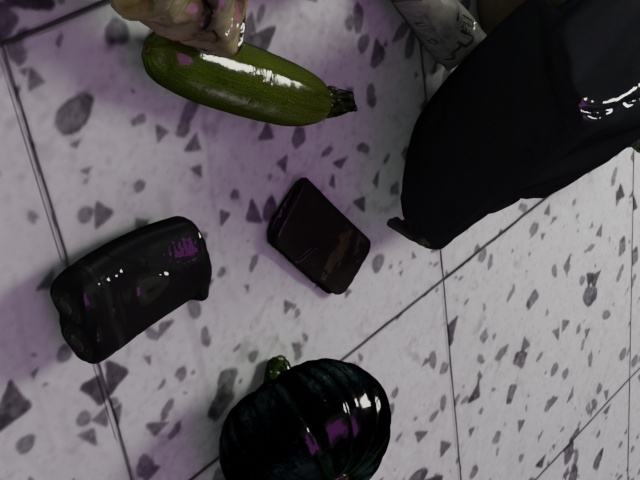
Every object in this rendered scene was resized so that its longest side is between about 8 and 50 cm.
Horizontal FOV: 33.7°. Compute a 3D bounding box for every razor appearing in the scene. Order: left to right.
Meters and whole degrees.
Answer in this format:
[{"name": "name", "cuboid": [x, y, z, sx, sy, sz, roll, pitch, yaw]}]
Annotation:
[{"name": "razor", "cuboid": [-0.164, 0.038, 0.928, 0.148, 0.054, 0.090, -33, 128, -38]}]

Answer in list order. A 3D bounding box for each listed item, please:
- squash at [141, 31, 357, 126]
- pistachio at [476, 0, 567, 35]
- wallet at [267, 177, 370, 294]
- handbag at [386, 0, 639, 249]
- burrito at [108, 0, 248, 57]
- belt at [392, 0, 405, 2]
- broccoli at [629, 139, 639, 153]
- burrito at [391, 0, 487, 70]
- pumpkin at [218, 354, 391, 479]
[{"name": "squash", "cuboid": [-0.066, -0.144, 0.960, 0.252, 0.066, 0.066, 11, 96, -50]}, {"name": "pistachio", "cuboid": [0.257, -0.305, 1.218, 0.138, 0.153, 0.238, -29, 153, -28]}, {"name": "wallet", "cuboid": [0.000, 0.000, 1.134, 0.082, 0.018, 0.157, -60, 141, -12]}, {"name": "handbag", "cuboid": [0.215, -0.141, 1.143, 0.275, 0.302, 0.178, -18, 74, -41]}, {"name": "burrito", "cuboid": [-0.100, -0.317, 0.794, 0.175, 0.107, 0.347, -25, 119, -74]}, {"name": "belt", "cuboid": [0.047, -0.389, 0.954, 0.217, 0.122, 0.338, -13, 113, -44]}, {"name": "broccoli", "cuboid": [0.508, -0.288, 1.421, 0.249, 0.302, 0.375, 38, 78, -10]}, {"name": "burrito", "cuboid": [0.121, -0.248, 1.141, 0.203, 0.064, 0.064, 37, 76, -50]}, {"name": "pumpkin", "cuboid": [-0.015, 0.207, 1.097, 0.194, 0.150, 0.194, -15, 116, -33]}]
